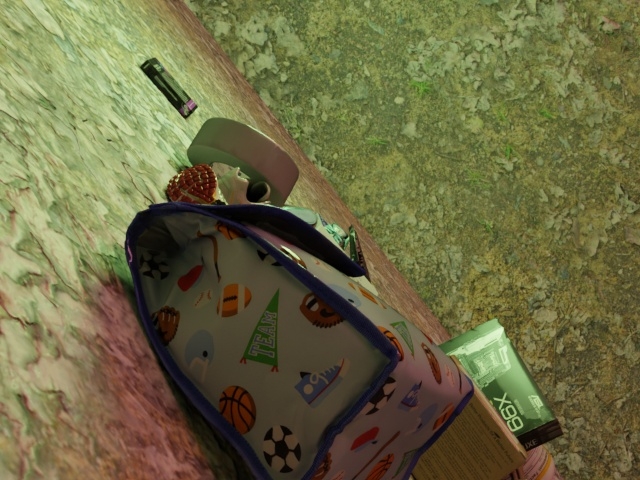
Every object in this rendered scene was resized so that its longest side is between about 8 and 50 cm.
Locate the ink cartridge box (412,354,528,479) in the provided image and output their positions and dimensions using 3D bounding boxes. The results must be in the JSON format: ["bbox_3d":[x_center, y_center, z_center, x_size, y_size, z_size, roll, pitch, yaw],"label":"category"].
[{"bbox_3d":[0.243,0.364,1.417,0.235,0.193,0.088,55,10,18],"label":"ink cartridge box"}]

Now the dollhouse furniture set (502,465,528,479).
[{"bbox_3d":[0.394,0.590,1.605,0.129,0.128,0.184,-10,86,-80],"label":"dollhouse furniture set"}]

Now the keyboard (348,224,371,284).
[{"bbox_3d":[0.113,0.112,1.976,0.317,0.033,0.202,67,19,-60],"label":"keyboard"}]

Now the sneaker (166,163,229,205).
[{"bbox_3d":[-0.192,-0.043,1.271,0.225,0.088,0.093,59,-9,39],"label":"sneaker"}]

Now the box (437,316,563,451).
[{"bbox_3d":[0.356,0.346,1.676,0.077,0.242,0.307,59,7,-40],"label":"box"}]

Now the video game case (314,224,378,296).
[{"bbox_3d":[0.018,0.098,1.573,0.206,0.026,0.227,50,37,-8],"label":"video game case"}]

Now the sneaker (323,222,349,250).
[{"bbox_3d":[0.000,0.000,1.873,0.110,0.122,0.283,53,9,8],"label":"sneaker"}]

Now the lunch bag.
[{"bbox_3d":[-0.035,0.113,0.940,0.385,0.239,0.328,38,1,31],"label":"lunch bag"}]

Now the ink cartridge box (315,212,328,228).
[{"bbox_3d":[0.021,0.004,2.212,0.097,0.046,0.207,48,9,-26],"label":"ink cartridge box"}]

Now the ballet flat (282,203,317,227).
[{"bbox_3d":[-0.107,-0.057,1.728,0.213,0.068,0.072,16,59,-30],"label":"ballet flat"}]

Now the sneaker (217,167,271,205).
[{"bbox_3d":[-0.127,-0.052,1.445,0.099,0.121,0.262,57,10,28],"label":"sneaker"}]

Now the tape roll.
[{"bbox_3d":[-0.154,-0.150,1.498,0.219,0.072,0.219,24,-19,9],"label":"tape roll"}]

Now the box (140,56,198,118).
[{"bbox_3d":[-0.365,-0.372,1.826,0.162,0.029,0.116,51,8,-14],"label":"box"}]

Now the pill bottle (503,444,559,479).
[{"bbox_3d":[0.434,0.514,1.801,0.334,0.188,0.188,52,9,-2],"label":"pill bottle"}]
